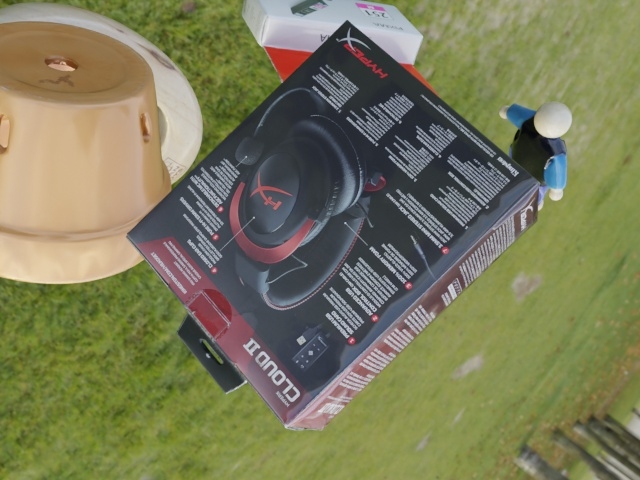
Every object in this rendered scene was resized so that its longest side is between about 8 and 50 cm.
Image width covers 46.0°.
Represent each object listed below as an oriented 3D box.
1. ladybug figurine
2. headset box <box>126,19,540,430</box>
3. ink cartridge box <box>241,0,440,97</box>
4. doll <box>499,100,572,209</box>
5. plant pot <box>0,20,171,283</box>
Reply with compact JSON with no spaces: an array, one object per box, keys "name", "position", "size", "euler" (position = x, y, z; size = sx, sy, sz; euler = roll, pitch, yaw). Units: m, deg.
[{"name":"ladybug figurine","position":[-0.378,-0.221,1.210],"size":[0.305,0.161,0.449],"euler":[-41,144,9]},{"name":"headset box","position":[0.000,0.000,0.633],"size":[0.293,0.218,0.110],"euler":[-45,158,0]},{"name":"ink cartridge box","position":[0.036,-0.316,1.189],"size":[0.275,0.238,0.060],"euler":[1,127,-24]},{"name":"doll","position":[0.236,-0.097,0.838],"size":[0.046,0.129,0.189],"euler":[-22,161,-4]},{"name":"plant pot","position":[-0.308,-0.120,0.878],"size":[0.291,0.291,0.203],"euler":[-23,143,-45]}]
